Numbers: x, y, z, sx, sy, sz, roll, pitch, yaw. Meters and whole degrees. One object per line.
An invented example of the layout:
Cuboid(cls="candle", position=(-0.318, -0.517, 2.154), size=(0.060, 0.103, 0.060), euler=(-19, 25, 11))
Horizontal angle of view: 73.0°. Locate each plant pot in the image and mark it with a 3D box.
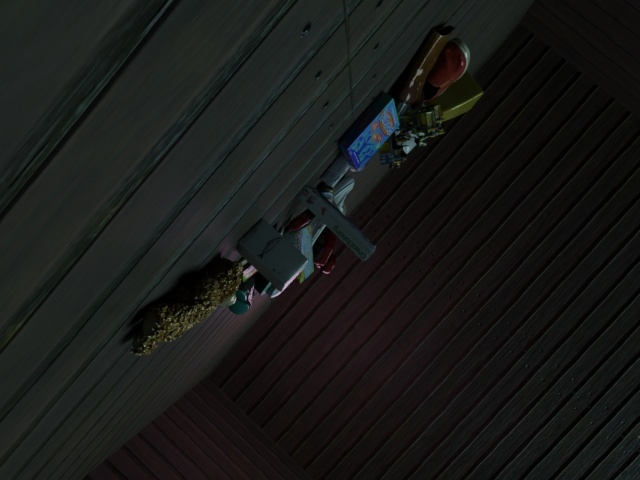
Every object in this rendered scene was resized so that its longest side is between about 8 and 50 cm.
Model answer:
Cuboid(cls="plant pot", position=(0.596, -0.682, 2.036), size=(0.187, 0.212, 0.212), euler=(-35, 175, 1))

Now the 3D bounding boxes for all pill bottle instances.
Cuboid(cls="pill bottle", position=(0.398, -0.488, 2.119), size=(0.229, 0.131, 0.131), euler=(-45, 175, -28))

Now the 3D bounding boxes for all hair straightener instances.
Cuboid(cls="hair straightener", position=(-0.086, -0.055, 1.568), size=(0.089, 0.047, 0.230), euler=(-39, 180, -43))

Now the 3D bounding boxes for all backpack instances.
Cuboid(cls="backpack", position=(-0.189, 0.139, 1.819), size=(0.166, 0.144, 0.188), euler=(-56, 176, 22))

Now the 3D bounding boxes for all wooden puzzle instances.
Cuboid(cls="wooden puzzle", position=(-0.215, 0.068, 1.508), size=(0.238, 0.044, 0.221), euler=(-43, 173, -18))

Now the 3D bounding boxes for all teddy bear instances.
Cuboid(cls="teddy bear", position=(-0.319, 0.170, 1.079), size=(0.245, 0.113, 0.338), euler=(-48, 176, 25))

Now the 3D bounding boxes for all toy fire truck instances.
Cuboid(cls="toy fire truck", position=(0.000, 0.000, 2.060), size=(0.254, 0.169, 0.302), euler=(-65, -162, 1))

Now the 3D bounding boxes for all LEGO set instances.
Cuboid(cls="LEGO set", position=(0.335, -0.378, 1.599), size=(0.254, 0.192, 0.331), euler=(-6, -161, 16))

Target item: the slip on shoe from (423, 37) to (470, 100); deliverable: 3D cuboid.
Cuboid(cls="slip on shoe", position=(0.461, -0.636, 1.649), size=(0.101, 0.123, 0.331), euler=(-43, 179, -15))

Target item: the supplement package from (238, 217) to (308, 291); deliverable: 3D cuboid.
Cuboid(cls="supplement package", position=(-0.139, 0.044, 1.250), size=(0.105, 0.179, 0.105), euler=(-47, 175, -20))

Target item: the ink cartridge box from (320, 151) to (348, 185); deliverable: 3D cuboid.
Cuboid(cls="ink cartridge box", position=(0.088, -0.280, 1.507), size=(0.207, 0.046, 0.097), euler=(-50, 176, 10))

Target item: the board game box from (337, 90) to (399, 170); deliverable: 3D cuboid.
Cuboid(cls="board game box", position=(0.157, -0.341, 1.373), size=(0.210, 0.047, 0.160), euler=(-49, 156, 0))

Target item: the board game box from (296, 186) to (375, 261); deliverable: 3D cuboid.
Cuboid(cls="board game box", position=(0.061, -0.060, 1.471), size=(0.053, 0.305, 0.193), euler=(-47, 175, 9))

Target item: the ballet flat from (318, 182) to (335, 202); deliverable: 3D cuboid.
Cuboid(cls="ballet flat", position=(0.022, -0.186, 1.654), size=(0.206, 0.073, 0.067), euler=(121, -16, -79))

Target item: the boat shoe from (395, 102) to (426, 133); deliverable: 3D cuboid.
Cuboid(cls="boat shoe", position=(0.391, -0.536, 1.971), size=(0.228, 0.081, 0.079), euler=(-51, 175, 25))

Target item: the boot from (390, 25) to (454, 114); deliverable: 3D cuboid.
Cuboid(cls="boot", position=(0.337, -0.569, 1.416), size=(0.264, 0.096, 0.281), euler=(-32, 157, -49))

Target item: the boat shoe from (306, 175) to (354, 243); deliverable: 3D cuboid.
Cuboid(cls="boat shoe", position=(0.051, -0.107, 1.896), size=(0.367, 0.156, 0.136), euler=(-48, 176, -3))

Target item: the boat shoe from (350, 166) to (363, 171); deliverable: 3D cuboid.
Cuboid(cls="boat shoe", position=(0.152, -0.343, 1.633), size=(0.206, 0.075, 0.065), euler=(112, -23, -61))

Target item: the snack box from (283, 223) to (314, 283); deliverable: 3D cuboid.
Cuboid(cls="snack box", position=(-0.088, 0.050, 1.743), size=(0.174, 0.070, 0.207), euler=(-34, 123, -69))

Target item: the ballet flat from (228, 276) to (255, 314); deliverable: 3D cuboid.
Cuboid(cls="ballet flat", position=(-0.301, 0.212, 1.712), size=(0.096, 0.095, 0.280), euler=(-59, -178, -31))
